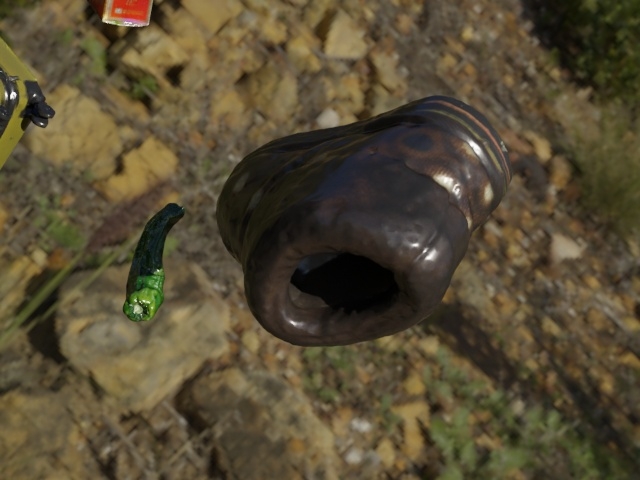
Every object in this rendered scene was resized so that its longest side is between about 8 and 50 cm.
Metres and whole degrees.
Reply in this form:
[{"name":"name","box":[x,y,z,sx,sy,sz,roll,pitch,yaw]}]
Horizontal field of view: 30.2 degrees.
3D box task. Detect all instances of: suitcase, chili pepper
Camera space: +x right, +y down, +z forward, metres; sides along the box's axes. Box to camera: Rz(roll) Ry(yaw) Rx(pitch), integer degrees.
[{"name":"suitcase","box":[-0.441,-0.158,1.339,0.235,0.194,0.143,48,27,16]},{"name":"chili pepper","box":[-0.221,0.035,1.554,0.050,0.073,0.182,18,53,-12]}]

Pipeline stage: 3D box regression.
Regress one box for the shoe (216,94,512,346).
[{"name":"shoe","box":[0.000,0.000,1.194,0.384,0.237,0.171,-12,-58,47]}]

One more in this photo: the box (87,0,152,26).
[{"name":"box","box":[-0.179,-0.296,1.071,0.048,0.175,0.112,-3,33,-27]}]
